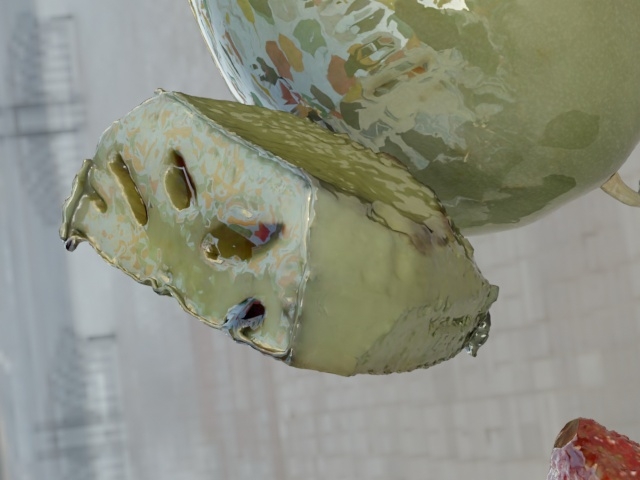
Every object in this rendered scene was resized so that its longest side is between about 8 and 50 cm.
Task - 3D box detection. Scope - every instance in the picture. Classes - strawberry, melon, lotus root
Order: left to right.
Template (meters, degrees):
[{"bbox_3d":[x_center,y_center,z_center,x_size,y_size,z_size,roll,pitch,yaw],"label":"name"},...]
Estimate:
[{"bbox_3d":[0.000,-0.004,0.641,0.143,0.144,0.070,24,98,39],"label":"lotus root"},{"bbox_3d":[0.057,-0.140,0.956,0.308,0.272,0.272,41,153,15],"label":"melon"},{"bbox_3d":[0.179,0.187,1.079,0.148,0.131,0.131,43,175,-11],"label":"strawberry"}]
